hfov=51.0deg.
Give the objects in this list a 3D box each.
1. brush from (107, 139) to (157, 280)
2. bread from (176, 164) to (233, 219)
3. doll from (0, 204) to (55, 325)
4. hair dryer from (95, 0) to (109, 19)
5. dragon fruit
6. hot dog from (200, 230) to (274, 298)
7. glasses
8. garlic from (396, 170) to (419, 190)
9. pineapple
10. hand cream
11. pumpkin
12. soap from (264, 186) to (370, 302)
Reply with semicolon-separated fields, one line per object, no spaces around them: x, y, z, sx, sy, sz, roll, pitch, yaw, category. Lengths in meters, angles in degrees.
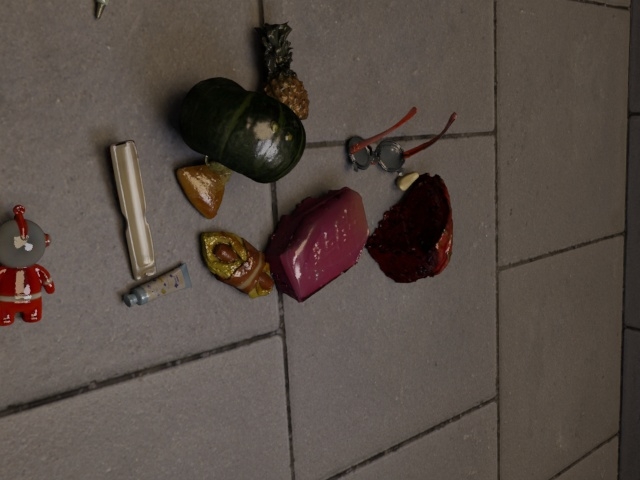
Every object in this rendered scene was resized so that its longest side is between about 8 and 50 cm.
-0.423;-0.065;1.499;0.060;0.050;0.320;-23;118;-40;brush
-0.284;-0.143;1.602;0.136;0.054;0.154;25;77;-37;bread
-0.603;0.049;1.336;0.142;0.076;0.244;-6;103;-41;doll
-0.436;-0.550;1.429;0.155;0.044;0.183;0;101;-40;hair dryer
0.346;-0.031;2.038;0.228;0.286;0.329;49;56;-30;dragon fruit
-0.195;0.063;1.677;0.262;0.093;0.123;35;74;-38;hot dog
0.234;-0.274;1.899;0.234;0.268;0.118;1;76;-39;glasses
0.265;-0.185;2.070;0.083;0.053;0.041;-39;104;-16;garlic
-0.099;-0.419;1.681;0.128;0.128;0.247;-16;102;-39;pineapple
-0.375;0.109;1.560;0.171;0.043;0.064;-24;111;-39;hand cream
-0.179;-0.240;1.516;0.300;0.300;0.207;28;90;-40;pumpkin
0.000;0.000;1.820;0.325;0.127;0.220;-35;119;-33;soap
